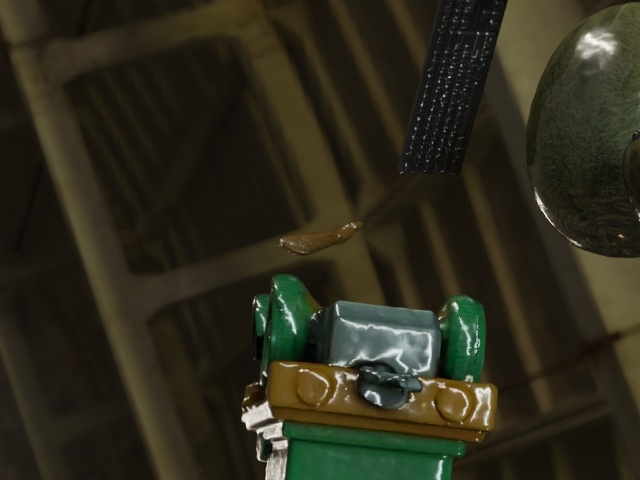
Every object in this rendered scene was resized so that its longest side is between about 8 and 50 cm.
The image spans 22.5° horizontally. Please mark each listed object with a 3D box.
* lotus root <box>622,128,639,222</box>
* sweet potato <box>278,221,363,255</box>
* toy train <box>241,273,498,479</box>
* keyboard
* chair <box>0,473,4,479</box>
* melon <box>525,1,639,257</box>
[{"bbox_3d":[0.379,-0.041,1.734,0.179,0.080,0.089,57,-23,-14],"label":"lotus root"},{"bbox_3d":[0.000,0.000,1.721,0.026,0.115,0.026,17,-68,47],"label":"sweet potato"},{"bbox_3d":[0.026,0.167,1.301,0.429,0.178,0.249,125,-29,-80],"label":"toy train"},{"bbox_3d":[0.170,-0.221,2.053,0.018,0.100,0.310,-123,-140,-52],"label":"keyboard"},{"bbox_3d":[-0.298,0.275,1.305,0.326,0.183,0.175,60,-1,-7],"label":"chair"},{"bbox_3d":[0.372,-0.136,1.934,0.248,0.248,0.329,110,-8,-63],"label":"melon"}]
